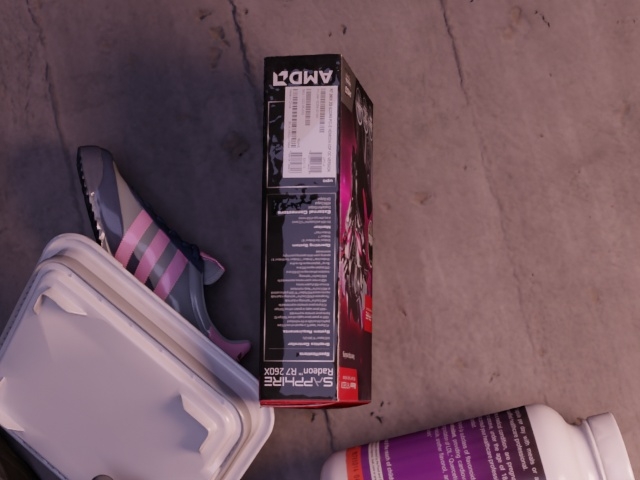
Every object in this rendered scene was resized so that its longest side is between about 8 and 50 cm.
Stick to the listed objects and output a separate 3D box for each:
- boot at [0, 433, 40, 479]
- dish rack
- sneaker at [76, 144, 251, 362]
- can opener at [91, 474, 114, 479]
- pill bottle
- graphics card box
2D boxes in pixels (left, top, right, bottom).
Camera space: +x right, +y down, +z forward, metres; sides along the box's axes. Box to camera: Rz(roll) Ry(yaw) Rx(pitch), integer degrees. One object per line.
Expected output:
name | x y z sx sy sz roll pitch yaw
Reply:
boot | -0.430 0.317 1.509 0.178 0.085 0.236 -37 89 11
dish rack | -0.238 0.186 1.434 0.333 0.072 0.285 38 120 9
sneaker | -0.188 0.023 1.509 0.131 0.112 0.319 -21 86 -11
can opener | -0.281 0.373 1.425 0.280 0.074 0.093 -54 37 24
pill bottle | 0.172 0.284 1.380 0.323 0.181 0.182 -15 81 6
graphics card box | 0.000 0.000 1.413 0.094 0.233 0.371 -2 82 11
